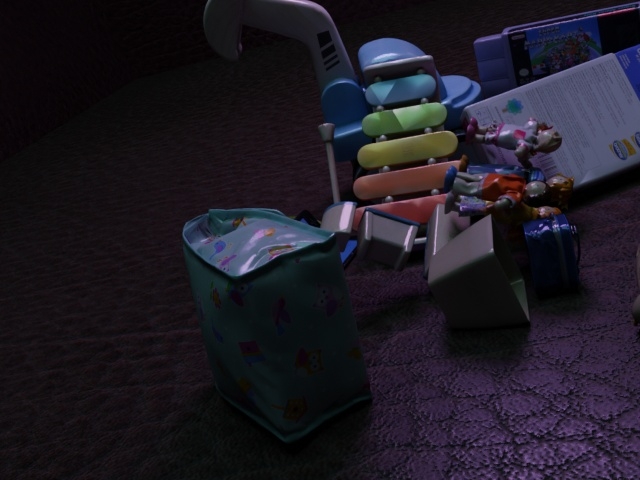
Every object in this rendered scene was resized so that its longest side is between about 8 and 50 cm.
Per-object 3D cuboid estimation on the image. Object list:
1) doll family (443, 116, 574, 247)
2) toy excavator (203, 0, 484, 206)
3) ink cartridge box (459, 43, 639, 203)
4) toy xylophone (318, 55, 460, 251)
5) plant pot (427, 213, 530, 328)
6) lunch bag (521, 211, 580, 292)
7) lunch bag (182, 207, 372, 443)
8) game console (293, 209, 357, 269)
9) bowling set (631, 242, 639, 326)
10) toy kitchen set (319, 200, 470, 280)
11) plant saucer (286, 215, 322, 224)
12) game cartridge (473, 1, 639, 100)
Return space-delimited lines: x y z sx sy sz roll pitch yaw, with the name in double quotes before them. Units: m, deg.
"doll family" 0.272 -0.077 1.107 0.163 0.118 0.263 12 36 15
"toy excavator" 0.057 -0.287 1.398 0.432 0.445 0.222 -15 23 7
"ink cartridge box" 0.399 -0.173 1.230 0.311 0.186 0.065 -22 -12 -4
"toy xylophone" 0.115 -0.125 1.253 0.236 0.323 0.081 -16 -15 12
"plant pot" 0.195 0.049 0.989 0.096 0.109 0.109 -23 21 20
"lunch bag" 0.296 0.012 0.993 0.065 0.098 0.067 -10 19 13
"lunch bag" -0.073 0.084 0.951 0.160 0.223 0.262 -23 21 -25
"game console" 0.000 0.000 1.284 0.071 0.107 0.122 -37 7 39
"bowling set" 0.475 -0.006 0.813 0.199 0.287 0.154 24 43 9
"toy kitchen set" 0.091 0.025 1.142 0.207 0.166 0.122 18 44 -3
"plant saucer" -0.104 0.007 1.374 0.188 0.045 0.188 0 29 38
"game cartridge" 0.450 -0.271 1.339 0.355 0.230 0.068 -3 26 34
